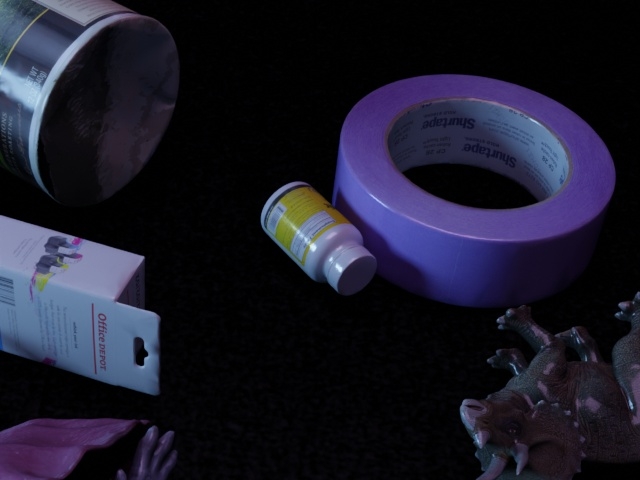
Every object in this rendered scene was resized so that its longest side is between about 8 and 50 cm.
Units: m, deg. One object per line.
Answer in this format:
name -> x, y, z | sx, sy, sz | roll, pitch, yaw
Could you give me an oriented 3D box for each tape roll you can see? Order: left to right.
tape roll -> 0.152, -0.057, 1.178 | 0.275, 0.090, 0.275 | 5, 41, -4

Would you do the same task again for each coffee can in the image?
coffee can -> -0.310, -0.181, 1.171 | 0.275, 0.201, 0.201 | 28, 45, 23

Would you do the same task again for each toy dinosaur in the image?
toy dinosaur -> 0.234, 0.133, 0.974 | 0.313, 0.121, 0.160 | -4, 54, -19

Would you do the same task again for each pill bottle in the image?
pill bottle -> 0.000, 0.000, 1.109 | 0.065, 0.065, 0.116 | -22, 49, -29

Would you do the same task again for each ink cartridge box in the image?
ink cartridge box -> -0.208, 0.055, 0.986 | 0.181, 0.104, 0.061 | 16, 42, 9

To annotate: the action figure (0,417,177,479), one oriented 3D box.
action figure -> -0.298, 0.180, 0.822 | 0.370, 0.248, 0.275 | 7, 82, 19
